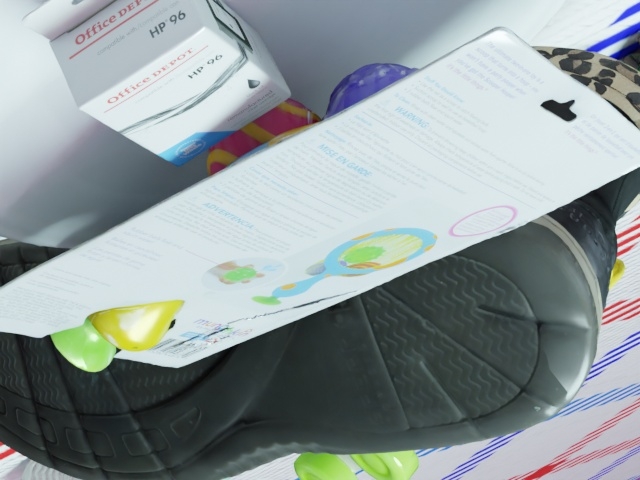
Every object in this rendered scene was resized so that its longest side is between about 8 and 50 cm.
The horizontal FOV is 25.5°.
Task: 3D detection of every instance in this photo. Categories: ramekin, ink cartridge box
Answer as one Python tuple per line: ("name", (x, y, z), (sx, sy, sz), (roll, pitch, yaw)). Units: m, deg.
("ramekin", (-0.039, -0.120, 0.528), (0.273, 0.127, 0.273), (-23, 160, -9))
("ink cartridge box", (-0.050, -0.056, 0.444), (0.048, 0.028, 0.083), (-32, 157, 13))

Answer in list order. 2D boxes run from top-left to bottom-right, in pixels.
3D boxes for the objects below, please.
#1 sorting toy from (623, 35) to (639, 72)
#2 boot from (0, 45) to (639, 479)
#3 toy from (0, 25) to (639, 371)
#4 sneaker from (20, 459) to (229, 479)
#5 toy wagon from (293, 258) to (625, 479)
("sorting toy", (0.248, -0.108, 1.004), (0.275, 0.046, 0.132), (-19, 158, -20))
("boot", (0.000, 0.000, 0.764), (0.377, 0.138, 0.284), (-10, -162, 31))
("toy", (-0.010, -0.020, 0.533), (0.237, 0.056, 0.137), (-29, 153, 25))
("sneaker", (-0.107, 0.179, 1.188), (0.256, 0.094, 0.151), (-23, 155, 17))
("toy wagon", (0.106, 0.065, 1.034), (0.267, 0.068, 0.344), (-48, 180, -25))
